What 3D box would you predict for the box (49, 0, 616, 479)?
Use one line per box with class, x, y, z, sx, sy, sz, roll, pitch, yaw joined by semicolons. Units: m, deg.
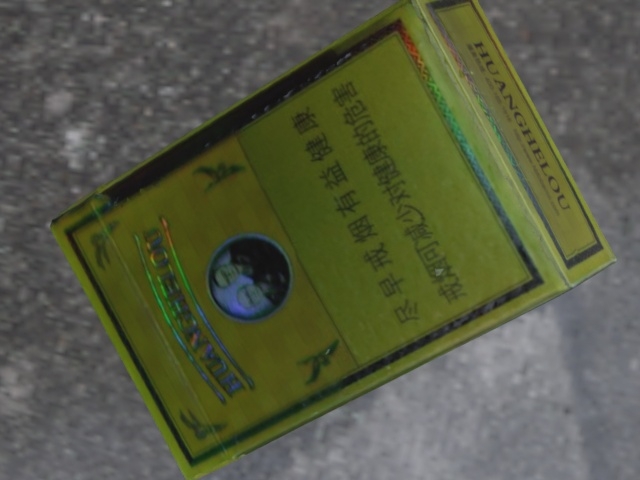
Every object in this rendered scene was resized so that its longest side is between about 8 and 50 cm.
box;0.000;0.000;0.884;0.064;0.220;0.141;-25;87;-58
